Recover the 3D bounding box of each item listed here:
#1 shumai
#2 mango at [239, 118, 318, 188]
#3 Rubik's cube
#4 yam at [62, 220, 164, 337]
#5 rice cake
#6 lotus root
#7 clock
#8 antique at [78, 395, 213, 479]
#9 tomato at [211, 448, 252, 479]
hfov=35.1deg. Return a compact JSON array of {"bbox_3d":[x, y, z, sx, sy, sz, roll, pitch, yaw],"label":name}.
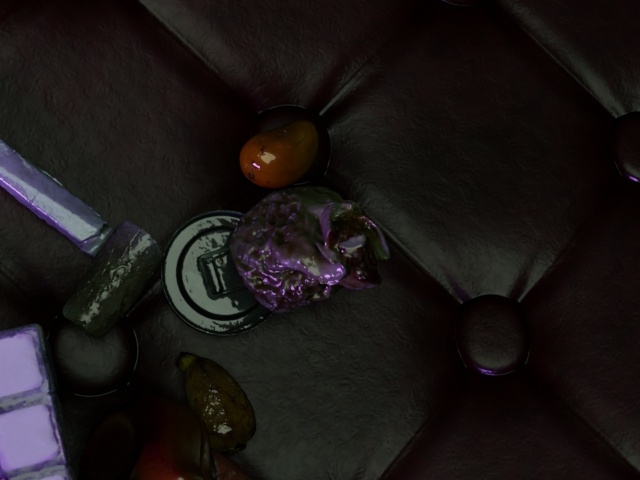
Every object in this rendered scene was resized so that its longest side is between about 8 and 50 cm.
[{"bbox_3d":[-0.001,0.001,1.641,0.256,0.218,0.189,-40,109,-38],"label":"shumai"},{"bbox_3d":[-0.063,-0.151,1.755,0.159,0.084,0.105,-31,93,-17],"label":"mango"},{"bbox_3d":[-0.509,0.304,1.438,0.305,0.301,0.303,-13,82,-17],"label":"Rubik's cube"},{"bbox_3d":[-0.335,0.067,1.633,0.107,0.107,0.183,36,76,-5],"label":"yam"},{"bbox_3d":[-0.480,-0.096,1.652,0.336,0.063,0.066,40,76,-3],"label":"rice cake"},{"bbox_3d":[-0.175,0.259,1.643,0.108,0.094,0.190,-14,75,-51],"label":"lotus root"},{"bbox_3d":[-0.164,0.057,1.710,0.215,0.042,0.215,3,78,-13],"label":"clock"},{"bbox_3d":[-0.265,0.337,1.510,0.129,0.278,0.223,32,93,-33],"label":"antique"},{"bbox_3d":[-0.175,0.436,1.560,0.155,0.181,0.214,32,90,-35],"label":"tomato"}]
